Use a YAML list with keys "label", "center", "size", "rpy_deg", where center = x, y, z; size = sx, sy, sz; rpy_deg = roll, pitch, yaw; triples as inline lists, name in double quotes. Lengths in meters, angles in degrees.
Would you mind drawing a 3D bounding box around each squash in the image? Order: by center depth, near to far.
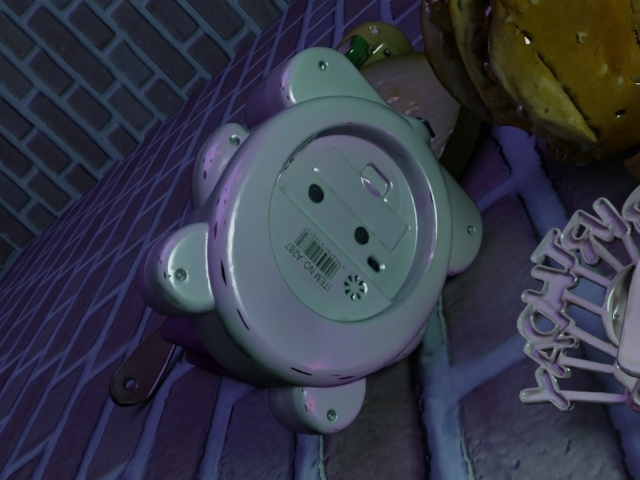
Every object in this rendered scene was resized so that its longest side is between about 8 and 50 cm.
- label: "squash"
  center: [0.049, -0.096, 0.860]
  size: [0.252, 0.049, 0.252]
  rpy_deg: [-24, 44, 25]

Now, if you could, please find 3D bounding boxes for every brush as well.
- label: "brush"
  center: [-0.172, 0.086, 1.037]
  size: [0.312, 0.072, 0.067]
  rpy_deg: [-59, 1, -26]

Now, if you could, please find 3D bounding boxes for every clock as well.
- label: "clock"
  center: [0.000, 0.000, 0.600]
  size: [0.090, 0.227, 0.247]
  rpy_deg: [-20, 29, 55]

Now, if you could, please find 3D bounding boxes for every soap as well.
- label: "soap"
  center: [-0.089, 0.083, 0.856]
  size: [0.122, 0.065, 0.203]
  rpy_deg: [-53, 22, -20]

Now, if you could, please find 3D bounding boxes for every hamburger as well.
- label: "hamburger"
  center: [0.205, -0.194, 0.572]
  size: [0.261, 0.245, 0.211]
  rpy_deg: [-36, 20, 0]

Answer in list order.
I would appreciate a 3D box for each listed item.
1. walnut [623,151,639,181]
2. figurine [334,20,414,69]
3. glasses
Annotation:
- label: "walnut"
  center: [0.247, -0.055, 0.473]
  size: [0.121, 0.052, 0.091]
  rpy_deg: [-31, -7, 33]
- label: "figurine"
  center: [0.004, -0.164, 1.081]
  size: [0.324, 0.124, 0.222]
  rpy_deg: [-50, 20, -3]
- label: "glasses"
  center: [0.178, -0.012, 0.390]
  size: [0.255, 0.095, 0.162]
  rpy_deg: [-55, 31, 10]
